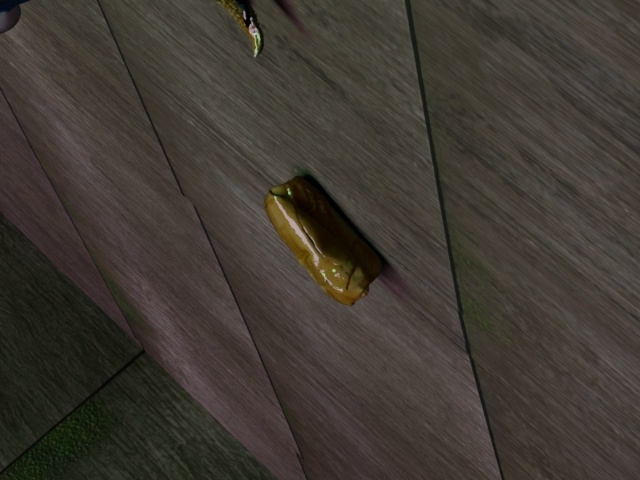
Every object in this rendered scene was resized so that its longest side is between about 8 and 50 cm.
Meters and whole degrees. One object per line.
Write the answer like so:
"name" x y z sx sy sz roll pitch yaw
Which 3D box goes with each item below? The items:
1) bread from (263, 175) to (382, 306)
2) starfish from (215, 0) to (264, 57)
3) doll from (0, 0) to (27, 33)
"bread" 0.000 0.000 1.687 0.132 0.053 0.074 51 166 -3
"starfish" -0.106 -0.240 1.399 0.176 0.053 0.208 48 164 47
"doll" -0.330 -0.326 1.465 0.310 0.240 0.284 44 142 17
